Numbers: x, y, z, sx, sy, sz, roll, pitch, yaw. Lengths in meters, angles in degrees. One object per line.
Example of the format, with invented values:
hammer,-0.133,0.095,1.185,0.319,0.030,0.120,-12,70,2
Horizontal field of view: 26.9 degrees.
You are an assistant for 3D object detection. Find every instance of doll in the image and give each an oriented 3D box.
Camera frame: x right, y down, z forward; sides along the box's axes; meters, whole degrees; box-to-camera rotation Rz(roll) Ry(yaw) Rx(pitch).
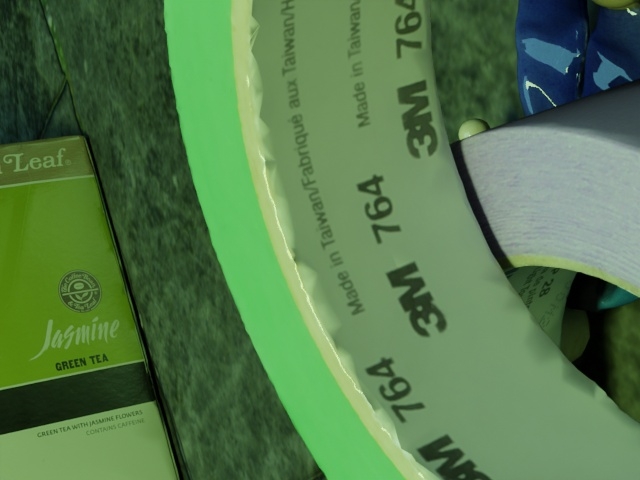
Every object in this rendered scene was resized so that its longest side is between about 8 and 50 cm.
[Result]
doll,0.104,-0.030,0.572,0.129,0.046,0.189,29,130,43

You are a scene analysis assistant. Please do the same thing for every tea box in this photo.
tea box,-0.337,0.111,1.121,0.220,0.329,0.323,-37,66,59

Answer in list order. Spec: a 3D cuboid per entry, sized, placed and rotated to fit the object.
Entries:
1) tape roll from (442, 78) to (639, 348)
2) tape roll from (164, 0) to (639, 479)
tape roll,0.125,0.083,0.479,0.275,0.090,0.275,30,130,44
tape roll,0.076,-0.025,0.336,0.321,0.077,0.321,33,133,44
